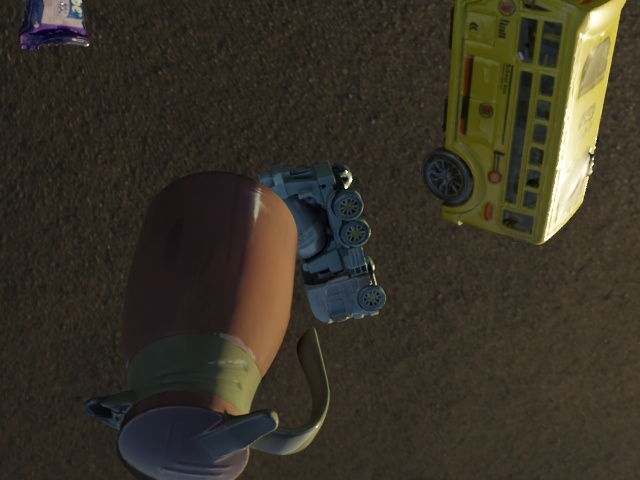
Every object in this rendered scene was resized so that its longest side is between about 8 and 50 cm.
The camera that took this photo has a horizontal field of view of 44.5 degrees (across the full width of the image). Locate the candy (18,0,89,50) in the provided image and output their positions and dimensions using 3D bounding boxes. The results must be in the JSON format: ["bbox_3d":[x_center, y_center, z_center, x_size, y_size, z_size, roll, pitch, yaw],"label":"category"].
[{"bbox_3d":[-0.538,-0.517,1.569,0.145,0.070,0.276,-6,96,-39],"label":"candy"}]

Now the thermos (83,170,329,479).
[{"bbox_3d":[-0.080,0.075,0.631,0.176,0.265,0.146,14,124,-12],"label":"thermos"}]

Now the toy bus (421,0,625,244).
[{"bbox_3d":[0.199,-0.168,0.757,0.144,0.152,0.330,-36,137,-39],"label":"toy bus"}]

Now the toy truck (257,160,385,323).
[{"bbox_3d":[0.000,0.000,1.129,0.140,0.108,0.257,-16,120,-1],"label":"toy truck"}]

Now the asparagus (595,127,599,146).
[{"bbox_3d":[0.412,-0.284,1.552,0.108,0.382,0.129,-18,119,-11],"label":"asparagus"}]
